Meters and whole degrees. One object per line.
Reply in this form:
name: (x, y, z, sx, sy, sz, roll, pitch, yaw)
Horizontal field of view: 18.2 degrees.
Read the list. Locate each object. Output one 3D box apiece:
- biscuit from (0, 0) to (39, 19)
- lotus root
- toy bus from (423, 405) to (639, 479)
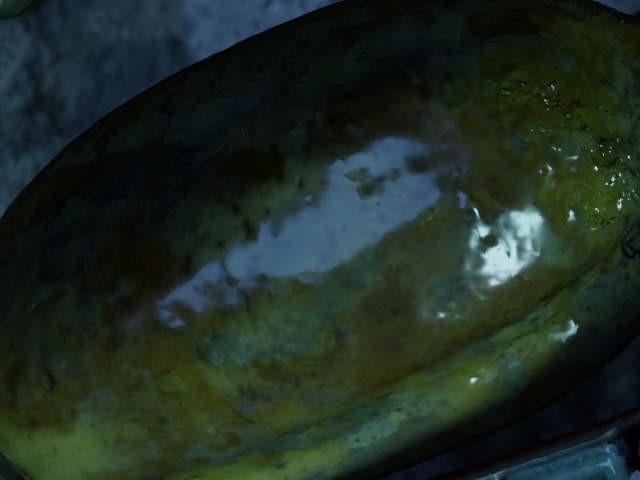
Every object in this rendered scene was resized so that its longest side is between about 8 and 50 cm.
biscuit: (-0.161, -0.160, 0.840, 0.153, 0.030, 0.234, 44, 105, 19)
lotus root: (0.000, 0.000, 0.697, 0.275, 0.152, 0.160, -24, 43, 12)
toy bus: (0.083, 0.120, 0.678, 0.265, 0.120, 0.121, -23, 88, 22)
